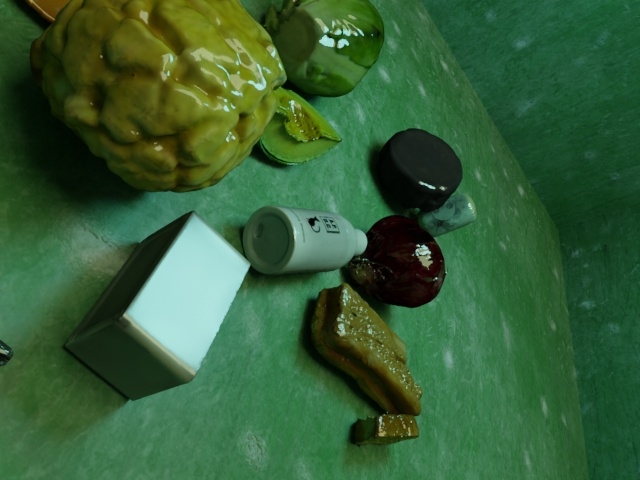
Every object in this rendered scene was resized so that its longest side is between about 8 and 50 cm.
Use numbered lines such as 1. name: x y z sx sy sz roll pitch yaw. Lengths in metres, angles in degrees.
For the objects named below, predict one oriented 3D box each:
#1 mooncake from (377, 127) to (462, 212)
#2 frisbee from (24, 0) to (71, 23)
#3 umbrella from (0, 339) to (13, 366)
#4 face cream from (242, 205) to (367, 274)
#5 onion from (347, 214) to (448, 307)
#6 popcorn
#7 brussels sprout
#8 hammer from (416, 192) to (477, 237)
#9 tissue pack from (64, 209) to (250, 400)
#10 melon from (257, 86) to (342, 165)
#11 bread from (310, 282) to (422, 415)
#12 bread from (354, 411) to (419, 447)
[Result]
1. mooncake: 0.317 -0.227 1.792 0.283 0.141 0.283 13 53 -18
2. frisbee: -0.463 -0.449 0.977 0.192 0.035 0.192 31 48 -41
3. umbrella: -0.461 0.066 0.652 0.236 0.059 0.066 49 54 -23
4. face cream: 0.000 0.000 1.260 0.369 0.145 0.145 -1 72 -54
5. onion: 0.212 0.045 1.480 0.221 0.281 0.281 97 5 -47
6. popcorn: -0.239 -0.258 0.885 0.344 0.354 0.390 55 -9 -17
7. brussels sprout: 0.016 -0.553 1.500 0.315 0.276 0.371 51 37 -17
8. hammer: 0.414 -0.143 1.930 0.305 0.202 0.113 -98 165 -52
9. tissue pack: -0.243 0.095 0.852 0.136 0.159 0.246 48 38 -24
10. melon: -0.098 -0.285 1.332 0.265 0.129 0.169 13 38 -47
11. bread: 0.118 0.264 1.305 0.380 0.109 0.185 47 34 -29
12. bread: 0.147 0.427 1.249 0.187 0.103 0.065 17 58 -47
